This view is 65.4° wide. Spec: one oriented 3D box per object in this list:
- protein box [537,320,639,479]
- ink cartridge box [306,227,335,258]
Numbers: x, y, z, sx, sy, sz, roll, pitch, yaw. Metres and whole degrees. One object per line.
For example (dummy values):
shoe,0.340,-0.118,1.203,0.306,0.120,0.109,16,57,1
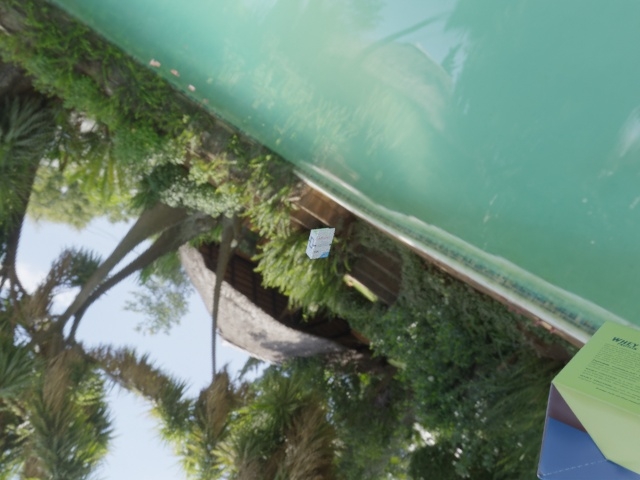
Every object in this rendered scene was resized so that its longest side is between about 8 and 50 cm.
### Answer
protein box,0.394,0.216,0.573,0.199,0.136,0.201,17,-155,41
ink cartridge box,0.000,0.000,1.171,0.048,0.083,0.028,-7,-141,-30
